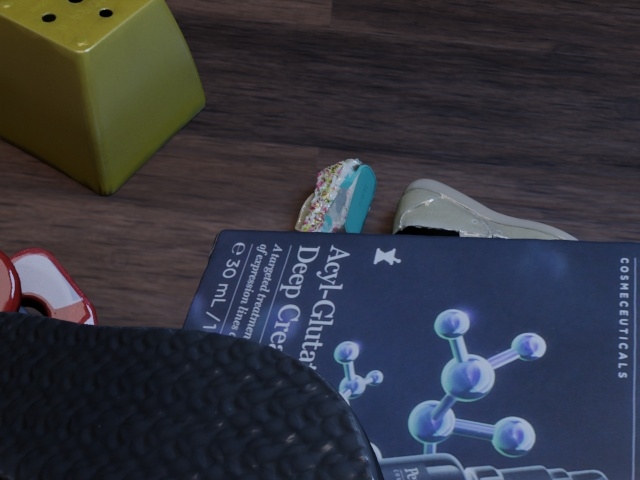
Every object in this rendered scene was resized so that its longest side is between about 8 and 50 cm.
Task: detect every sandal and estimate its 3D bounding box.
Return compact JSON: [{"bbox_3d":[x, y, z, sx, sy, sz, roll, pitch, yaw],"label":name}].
[{"bbox_3d":[-0.124,0.141,0.540,0.445,0.107,0.167,10,56,41],"label":"sandal"}]

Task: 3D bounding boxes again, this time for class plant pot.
[{"bbox_3d":[-0.289,-0.224,0.991,0.212,0.187,0.212,28,55,16],"label":"plant pot"}]

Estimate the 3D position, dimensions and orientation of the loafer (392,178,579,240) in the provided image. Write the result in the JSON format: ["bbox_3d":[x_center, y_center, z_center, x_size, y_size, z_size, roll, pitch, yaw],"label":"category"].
[{"bbox_3d":[0.195,0.023,0.913,0.268,0.102,0.092,26,56,25],"label":"loafer"}]

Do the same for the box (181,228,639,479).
[{"bbox_3d":[0.080,0.171,0.641,0.395,0.212,0.293,2,52,19],"label":"box"}]

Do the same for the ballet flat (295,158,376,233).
[{"bbox_3d":[0.000,0.000,0.930,0.077,0.091,0.241,-4,42,30],"label":"ballet flat"}]

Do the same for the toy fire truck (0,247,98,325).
[{"bbox_3d":[-0.331,0.159,0.734,0.302,0.169,0.254,-37,88,-27],"label":"toy fire truck"}]
